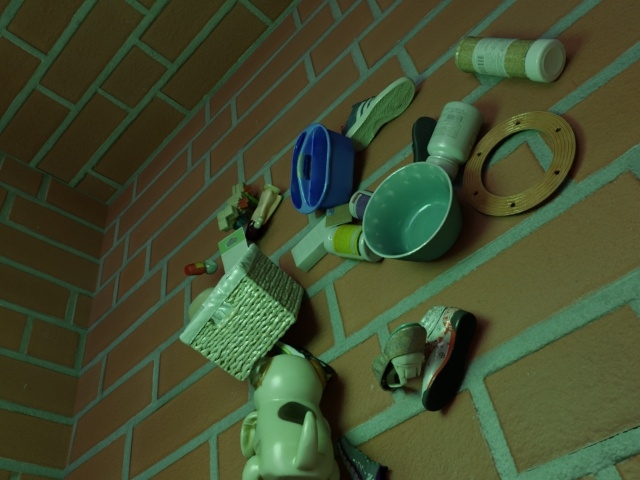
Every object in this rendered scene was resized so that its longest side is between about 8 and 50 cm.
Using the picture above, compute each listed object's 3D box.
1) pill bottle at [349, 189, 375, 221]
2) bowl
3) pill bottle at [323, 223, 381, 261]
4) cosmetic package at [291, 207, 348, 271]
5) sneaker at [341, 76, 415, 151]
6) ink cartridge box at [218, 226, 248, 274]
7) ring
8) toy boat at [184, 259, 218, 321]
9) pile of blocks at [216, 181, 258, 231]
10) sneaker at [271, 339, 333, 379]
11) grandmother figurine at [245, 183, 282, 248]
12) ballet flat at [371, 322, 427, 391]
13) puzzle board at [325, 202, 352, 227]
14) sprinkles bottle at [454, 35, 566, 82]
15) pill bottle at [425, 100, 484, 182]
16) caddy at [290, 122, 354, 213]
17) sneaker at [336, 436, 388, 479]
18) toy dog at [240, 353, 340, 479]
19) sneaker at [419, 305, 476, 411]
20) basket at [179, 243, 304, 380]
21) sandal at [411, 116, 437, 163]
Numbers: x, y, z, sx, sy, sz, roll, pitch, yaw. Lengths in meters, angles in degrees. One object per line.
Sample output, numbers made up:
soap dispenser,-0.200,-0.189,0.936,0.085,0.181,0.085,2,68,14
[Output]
pill bottle,0.191,-0.101,1.861,0.193,0.108,0.108,27,87,54
bowl,0.295,-0.061,1.658,0.312,0.163,0.311,-26,49,34
pill bottle,0.112,0.006,1.867,0.208,0.119,0.119,5,69,50
cosmetic package,0.000,0.000,2.053,0.239,0.060,0.099,-44,40,19
sneaker,0.202,-0.504,2.118,0.350,0.131,0.148,-42,44,22
ink cartridge box,-0.335,0.085,2.327,0.171,0.056,0.235,-31,64,33
ring,0.557,-0.215,1.580,0.337,0.032,0.336,-29,46,35
toy boat,-0.453,0.231,2.317,0.267,0.148,0.318,-29,76,41
pile of blocks,-0.338,-0.144,2.459,0.113,0.149,0.362,-30,23,24
sneaker,-0.084,0.414,1.819,0.300,0.111,0.121,21,85,55
grandmother figurine,-0.270,-0.072,2.398,0.208,0.104,0.342,146,147,-84
ballet flat,0.214,0.317,1.453,0.316,0.108,0.106,102,160,-58
puzzle board,0.066,-0.089,1.969,0.096,0.011,0.128,-16,30,13
sprinkles bottle,0.576,-0.568,1.732,0.121,0.121,0.355,-58,36,1
pill bottle,0.406,-0.301,1.732,0.131,0.131,0.229,10,73,52
caddy,-0.012,-0.262,2.087,0.241,0.179,0.341,-5,79,53
sneaker,0.124,0.602,1.481,0.098,0.083,0.223,-33,41,-2
toy dog,-0.100,0.509,1.551,0.408,0.285,0.395,-97,7,-49
sneaker,0.304,0.300,1.464,0.145,0.090,0.270,12,79,63
basket,-0.253,0.239,1.908,0.328,0.266,0.331,-50,6,12
sandal,0.339,-0.308,1.858,0.054,0.097,0.254,130,154,-60
